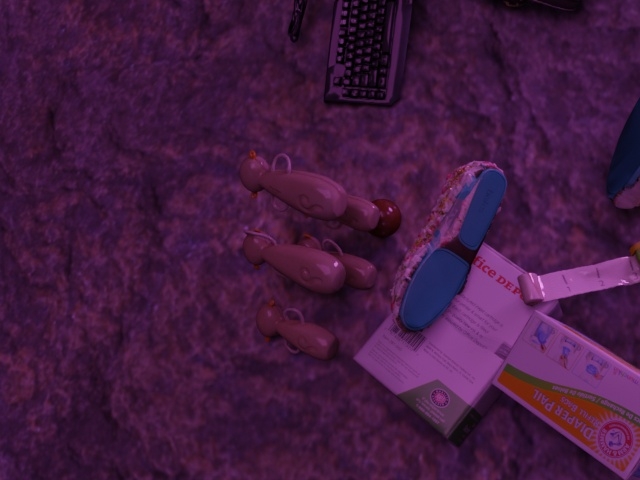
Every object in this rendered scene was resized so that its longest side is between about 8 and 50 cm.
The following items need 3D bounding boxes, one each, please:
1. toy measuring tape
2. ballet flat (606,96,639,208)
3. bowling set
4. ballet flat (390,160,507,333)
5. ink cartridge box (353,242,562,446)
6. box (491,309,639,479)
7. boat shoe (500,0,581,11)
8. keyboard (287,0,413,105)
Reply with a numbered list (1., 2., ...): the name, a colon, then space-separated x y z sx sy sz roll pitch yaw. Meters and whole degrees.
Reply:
1. toy measuring tape: 0.399 0.014 1.124 0.330 0.121 0.121 -9 67 -7
2. ballet flat: 0.492 -0.212 1.216 0.147 0.147 0.409 18 79 24
3. bowling set: 0.000 0.000 1.308 0.154 0.200 0.287 21 122 29
4. ballet flat: 0.150 0.007 1.189 0.241 0.091 0.077 -56 28 -12
5. ink cartridge box: 0.176 0.122 1.220 0.160 0.092 0.219 39 86 27
6. box: 0.318 0.180 1.101 0.203 0.114 0.103 35 98 44
7. boat shoe: 0.271 -0.375 1.379 0.228 0.068 0.081 32 44 22
8. keyboard: 0.038 -0.361 1.426 0.201 0.033 0.317 6 89 21
